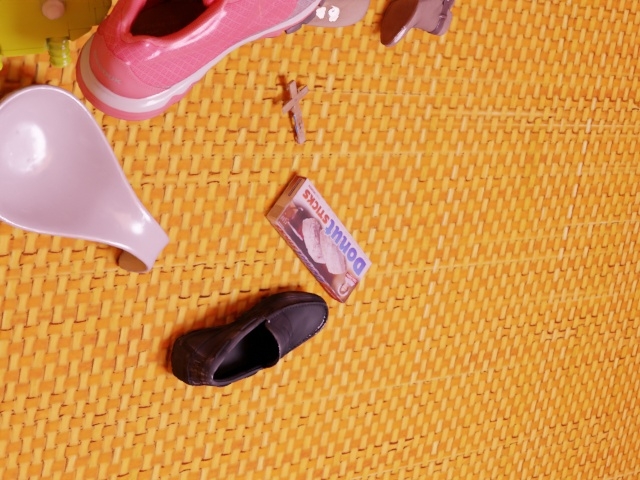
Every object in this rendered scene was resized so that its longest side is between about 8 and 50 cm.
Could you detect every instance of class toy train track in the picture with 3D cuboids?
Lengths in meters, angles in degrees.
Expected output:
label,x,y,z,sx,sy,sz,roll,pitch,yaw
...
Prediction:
label,x,y,z,sx,sy,sz,roll,pitch,yaw
toy train track,-0.030,-0.144,1.780,0.048,0.014,0.083,-45,141,-35

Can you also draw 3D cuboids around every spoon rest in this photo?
label,x,y,z,sx,sy,sz,roll,pitch,yaw
spoon rest,-0.232,-0.047,1.546,0.137,0.084,0.276,-59,140,-11

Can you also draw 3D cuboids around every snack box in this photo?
label,x,y,z,sx,sy,sz,roll,pitch,yaw
snack box,0.000,0.000,1.867,0.064,0.022,0.178,-56,138,-17

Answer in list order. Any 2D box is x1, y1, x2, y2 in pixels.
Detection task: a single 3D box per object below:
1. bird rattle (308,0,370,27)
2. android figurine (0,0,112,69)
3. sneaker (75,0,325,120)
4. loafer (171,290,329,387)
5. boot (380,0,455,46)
label,x,y,z,sx,sy,sz,roll,pitch,yaw
bird rattle,-0.037,-0.262,1.590,0.253,0.207,0.143,8,119,-40
android figurine,-0.266,-0.258,1.352,0.248,0.056,0.273,-5,132,-8
sneaker,-0.074,-0.225,1.394,0.314,0.116,0.136,-43,177,-22
loafer,-0.067,0.116,1.801,0.223,0.078,0.076,-21,121,-41
boot,0.120,-0.263,1.871,0.087,0.042,0.118,35,81,-51
